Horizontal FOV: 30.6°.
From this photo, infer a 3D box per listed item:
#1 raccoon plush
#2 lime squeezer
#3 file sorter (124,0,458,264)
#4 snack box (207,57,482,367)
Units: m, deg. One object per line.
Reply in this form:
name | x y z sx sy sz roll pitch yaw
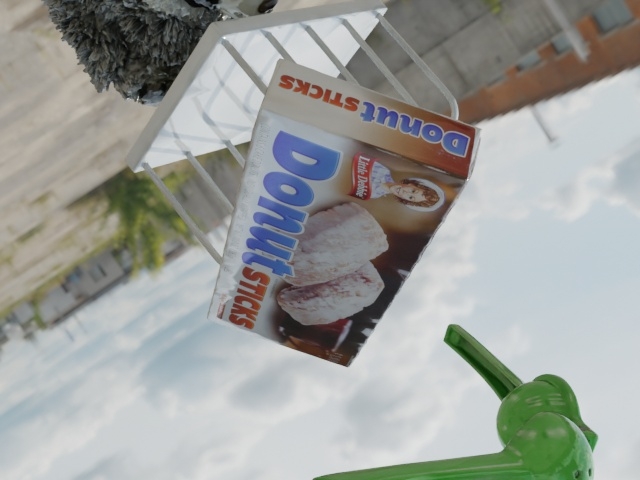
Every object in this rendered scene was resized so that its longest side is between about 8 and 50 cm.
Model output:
raccoon plush | -0.238 -0.325 1.226 0.299 0.446 0.216 96 16 -62
lime squeezer | 0.090 0.103 0.614 0.110 0.059 0.310 1 -171 16
file sorter | -0.016 -0.110 1.204 0.278 0.173 0.193 -23 159 -51
snack box | 0.000 0.000 0.412 0.178 0.064 0.022 113 -4 -64
